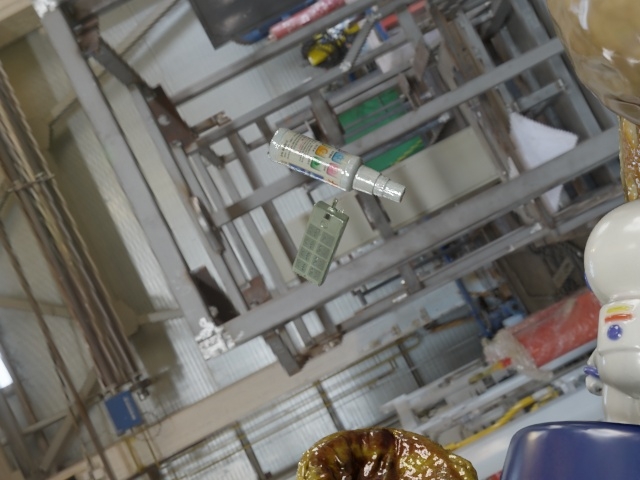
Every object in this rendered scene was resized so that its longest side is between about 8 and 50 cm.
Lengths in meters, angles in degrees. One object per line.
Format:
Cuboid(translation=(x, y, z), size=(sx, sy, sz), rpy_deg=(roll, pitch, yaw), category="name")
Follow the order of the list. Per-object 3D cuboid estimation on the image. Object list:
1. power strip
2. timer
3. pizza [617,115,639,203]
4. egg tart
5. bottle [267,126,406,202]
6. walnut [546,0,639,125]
Cuboid(translation=(0.000, 0.000, 0.891), size=(0.051, 0.019, 0.136), rpy_deg=(33, 128, 15), category="power strip")
Cuboid(translation=(0.300, 0.132, 0.596), size=(0.270, 0.270, 0.383), rpy_deg=(62, -141, -61), category="timer")
Cuboid(translation=(0.480, 0.000, 0.770), size=(0.406, 0.130, 0.439), rpy_deg=(-123, 20, -87), category="pizza")
Cuboid(translation=(0.117, 0.465, 1.159), size=(0.351, 0.340, 0.153), rpy_deg=(-117, 27, -59), category="egg tart")
Cuboid(translation=(0.026, -0.110, 1.032), size=(0.217, 0.060, 0.060), rpy_deg=(23, 168, 16), category="bottle")
Cuboid(translation=(0.369, -0.248, 0.560), size=(0.381, 0.381, 0.381), rpy_deg=(63, -179, -1), category="walnut")
